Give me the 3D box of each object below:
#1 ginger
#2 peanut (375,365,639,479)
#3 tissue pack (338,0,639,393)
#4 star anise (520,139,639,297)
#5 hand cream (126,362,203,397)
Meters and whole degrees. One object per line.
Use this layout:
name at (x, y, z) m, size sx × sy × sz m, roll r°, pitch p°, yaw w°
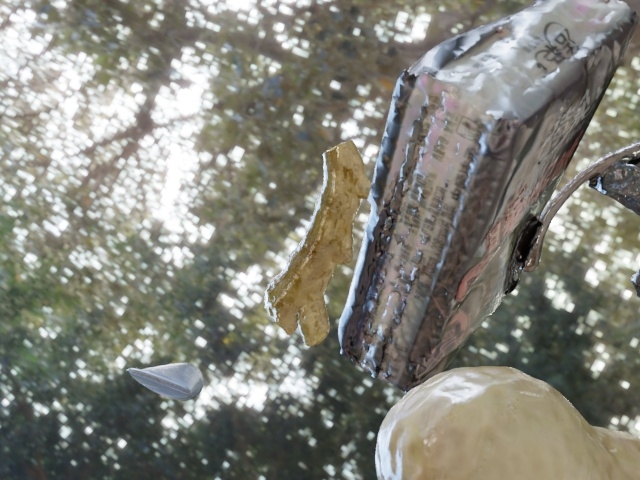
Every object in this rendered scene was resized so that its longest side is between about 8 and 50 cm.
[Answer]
ginger at (-0.002, 0.001, 1.657) m, size 0.065 × 0.118 × 0.299 m, roll -13°, pitch -54°, yaw -58°
peanut at (0.127, 0.137, 0.605) m, size 0.228 × 0.085 × 0.104 m, roll 28°, pitch -118°, yaw -21°
tissue pack at (0.135, -0.050, 1.017) m, size 0.245 × 0.123 × 0.332 m, roll -43°, pitch -23°, yaw -42°
star anise at (0.445, -0.024, 1.331) m, size 0.359 × 0.316 × 0.139 m, roll -51°, pitch -11°, yaw -4°
hand cream at (-0.201, 0.191, 1.627) m, size 0.256 × 0.088 × 0.055 m, roll 81°, pitch -149°, yaw -82°
